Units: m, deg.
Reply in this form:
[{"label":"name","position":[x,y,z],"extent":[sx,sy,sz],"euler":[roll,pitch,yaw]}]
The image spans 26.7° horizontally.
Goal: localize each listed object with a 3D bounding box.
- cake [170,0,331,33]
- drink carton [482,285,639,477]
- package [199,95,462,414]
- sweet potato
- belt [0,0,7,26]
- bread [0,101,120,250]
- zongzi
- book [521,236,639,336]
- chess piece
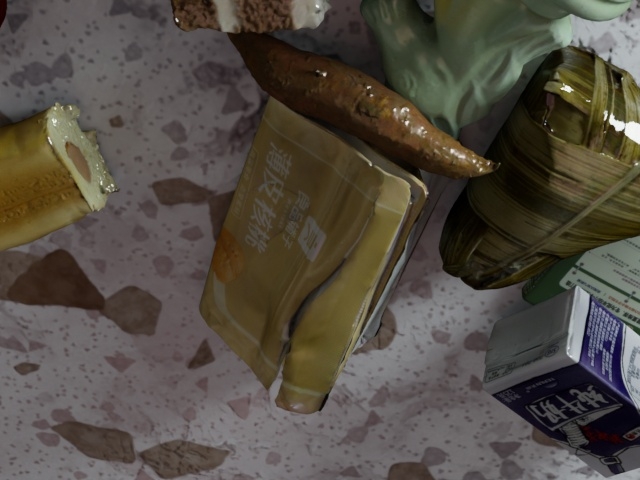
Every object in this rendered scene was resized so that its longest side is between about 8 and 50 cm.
[{"label":"cake","position":[-0.067,-0.273,1.255],"extent":[0.147,0.135,0.135],"euler":[-5,122,8]},{"label":"drink carton","position":[0.311,0.166,1.533],"extent":[0.222,0.102,0.134],"euler":[36,137,-24]},{"label":"package","position":[0.002,0.020,1.439],"extent":[0.221,0.165,0.311],"euler":[18,124,-8]},{"label":"sweet potato","position":[0.032,-0.138,1.329],"extent":[0.314,0.072,0.066],"euler":[27,85,9]},{"label":"belt","position":[-0.395,-0.251,1.303],"extent":[0.128,0.124,0.201],"euler":[-24,121,17]},{"label":"bread","position":[-0.320,-0.067,1.449],"extent":[0.173,0.085,0.134],"euler":[-17,125,14]},{"label":"zongzi","position":[0.297,-0.025,1.397],"extent":[0.288,0.134,0.286],"euler":[26,127,-6]},{"label":"book","position":[0.380,0.016,1.491],"extent":[0.202,0.027,0.264],"euler":[27,122,-14]},{"label":"chess piece","position":[0.156,-0.223,1.284],"extent":[0.175,0.176,0.298],"euler":[34,133,-19]}]
